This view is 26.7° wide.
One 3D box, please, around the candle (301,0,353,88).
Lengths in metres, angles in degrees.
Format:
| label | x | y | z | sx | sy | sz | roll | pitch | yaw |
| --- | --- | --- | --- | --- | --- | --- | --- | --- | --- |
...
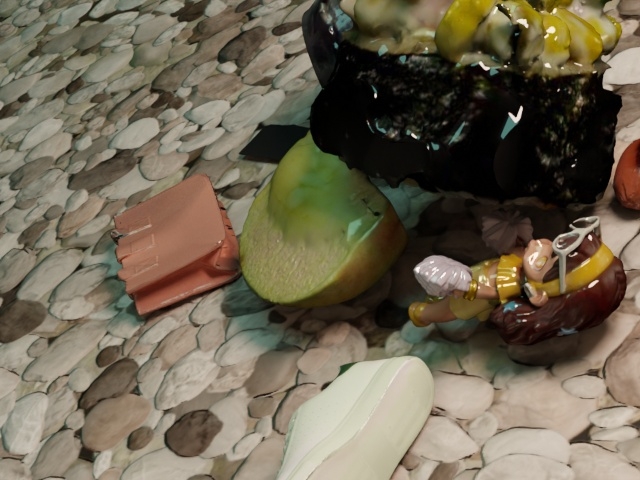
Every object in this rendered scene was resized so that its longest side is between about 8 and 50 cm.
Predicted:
| label | x | y | z | sx | sy | sz | roll | pitch | yaw |
| --- | --- | --- | --- | --- | --- | --- | --- | --- | --- |
| candle | 0.165 | -0.274 | 1.739 | 0.342 | 0.221 | 0.221 | -19 | 34 | 12 |

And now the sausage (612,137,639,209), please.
| label | x | y | z | sx | sy | sz | roll | pitch | yaw |
| --- | --- | --- | --- | --- | --- | --- | --- | --- | --- |
| sausage | 0.351 | -0.071 | 1.474 | 0.054 | 0.059 | 0.094 | -58 | 6 | 45 |

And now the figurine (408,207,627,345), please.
| label | x | y | z | sx | sy | sz | roll | pitch | yaw |
| --- | --- | --- | --- | --- | --- | --- | --- | --- | --- |
| figurine | 0.194 | 0.044 | 1.370 | 0.240 | 0.116 | 0.174 | -3 | 21 | 40 |

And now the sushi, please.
| label | x | y | z | sx | sy | sz | roll | pitch | yaw |
| --- | --- | --- | --- | --- | --- | --- | --- | --- | --- |
| sushi | 0.177 | -0.191 | 1.457 | 0.328 | 0.285 | 0.328 | 6 | 9 | -37 |

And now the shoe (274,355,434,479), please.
| label | x | y | z | sx | sy | sz | roll | pitch | yaw |
| --- | --- | --- | --- | --- | --- | --- | --- | --- | --- |
| shoe | 0.006 | 0.212 | 1.304 | 0.110 | 0.095 | 0.265 | 1 | 37 | 45 |

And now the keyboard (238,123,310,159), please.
| label | x | y | z | sx | sy | sz | roll | pitch | yaw |
| --- | --- | --- | --- | --- | --- | --- | --- | --- | --- |
| keyboard | -0.026 | -0.130 | 1.865 | 0.196 | 0.015 | 0.074 | 10 | 52 | 44 |

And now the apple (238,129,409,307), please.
| label | x | y | z | sx | sy | sz | roll | pitch | yaw |
| --- | --- | --- | --- | --- | --- | --- | --- | --- | --- |
| apple | 0.000 | 0.000 | 1.575 | 0.193 | 0.120 | 0.265 | -45 | 32 | 3 |

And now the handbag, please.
| label | x | y | z | sx | sy | sz | roll | pitch | yaw |
| --- | --- | --- | --- | --- | --- | --- | --- | --- | --- |
| handbag | -0.192 | 0.004 | 1.755 | 0.157 | 0.059 | 0.212 | -26 | 31 | 0 |
